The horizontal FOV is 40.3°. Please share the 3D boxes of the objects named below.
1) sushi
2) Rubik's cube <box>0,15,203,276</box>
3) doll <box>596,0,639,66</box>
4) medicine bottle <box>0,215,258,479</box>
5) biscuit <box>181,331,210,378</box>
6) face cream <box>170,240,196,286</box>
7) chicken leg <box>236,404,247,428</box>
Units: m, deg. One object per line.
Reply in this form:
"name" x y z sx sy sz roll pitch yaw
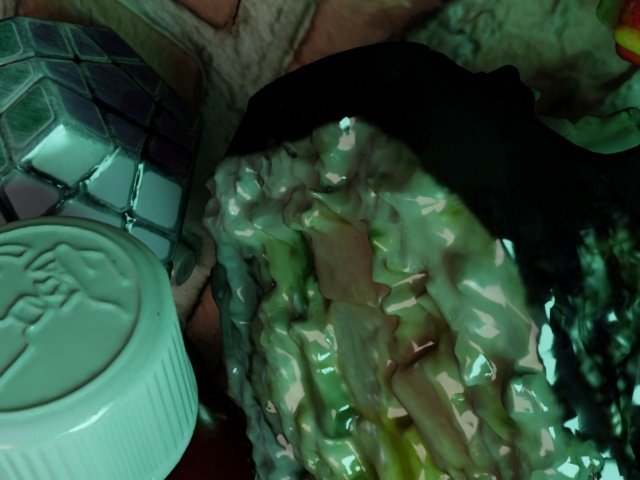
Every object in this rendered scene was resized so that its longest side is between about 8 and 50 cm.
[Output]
"sushi" 0.111 0.036 0.544 0.328 0.285 0.328 -13 97 59
"Rubik's cube" -0.253 -0.043 0.778 0.319 0.319 0.264 -13 91 45
"doll" 0.301 -0.059 0.382 0.363 0.160 0.182 45 143 25
"medicine bottle" -0.173 0.163 0.641 0.243 0.242 0.395 20 143 23
"biscuit" -0.271 0.126 1.109 0.329 0.078 0.335 9 132 36
"face cream" -0.220 -0.010 0.952 0.182 0.051 0.072 29 144 15
"chicken leg" -0.126 0.276 0.929 0.409 0.295 0.182 -8 133 9
